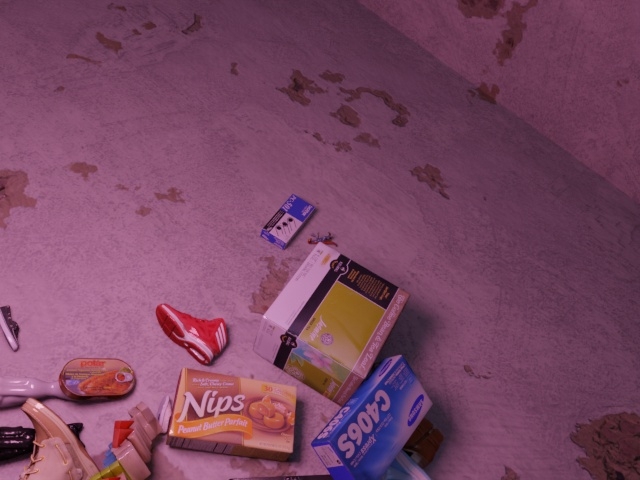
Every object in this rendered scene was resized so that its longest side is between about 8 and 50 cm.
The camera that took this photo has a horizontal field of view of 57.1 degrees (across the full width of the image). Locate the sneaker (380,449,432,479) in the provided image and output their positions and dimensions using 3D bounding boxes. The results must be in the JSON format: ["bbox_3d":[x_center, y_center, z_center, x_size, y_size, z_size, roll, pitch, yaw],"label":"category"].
[{"bbox_3d":[0.126,0.612,1.514,0.319,0.127,0.208,38,50,15],"label":"sneaker"}]

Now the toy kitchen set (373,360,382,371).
[{"bbox_3d":[0.212,0.399,1.749,0.075,0.083,0.068,-12,98,-24],"label":"toy kitchen set"}]

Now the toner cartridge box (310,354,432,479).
[{"bbox_3d":[0.139,0.454,1.470,0.348,0.075,0.165,-38,98,-44],"label":"toner cartridge box"}]

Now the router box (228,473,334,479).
[{"bbox_3d":[-0.066,0.687,1.381,0.309,0.081,0.242,-2,52,-2],"label":"router box"}]

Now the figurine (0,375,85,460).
[{"bbox_3d":[-0.689,0.423,1.447,0.210,0.092,0.214,4,51,-25],"label":"figurine"}]

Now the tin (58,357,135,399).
[{"bbox_3d":[-0.575,0.357,1.517,0.190,0.040,0.106,12,50,-39],"label":"tin"}]

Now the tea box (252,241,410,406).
[{"bbox_3d":[0.033,0.241,1.717,0.324,0.220,0.329,31,51,9],"label":"tea box"}]

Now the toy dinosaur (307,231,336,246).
[{"bbox_3d":[0.000,0.000,2.017,0.082,0.047,0.090,-33,77,-15],"label":"toy dinosaur"}]

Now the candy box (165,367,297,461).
[{"bbox_3d":[-0.227,0.457,1.541,0.317,0.087,0.182,12,50,-12],"label":"candy box"}]

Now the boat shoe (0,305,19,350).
[{"bbox_3d":[-0.830,0.229,1.572,0.040,0.049,0.142,-22,60,-31],"label":"boat shoe"}]

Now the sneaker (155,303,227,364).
[{"bbox_3d":[-0.362,0.246,1.695,0.221,0.087,0.128,46,44,5],"label":"sneaker"}]

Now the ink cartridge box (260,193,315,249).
[{"bbox_3d":[-0.112,-0.066,2.029,0.097,0.046,0.207,32,50,7],"label":"ink cartridge box"}]

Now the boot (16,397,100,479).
[{"bbox_3d":[-0.644,0.506,1.316,0.203,0.095,0.261,-40,116,-33],"label":"boot"}]

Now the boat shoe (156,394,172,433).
[{"bbox_3d":[-0.405,0.455,1.537,0.035,0.035,0.100,31,40,-28],"label":"boat shoe"}]

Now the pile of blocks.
[{"bbox_3d":[-0.467,0.496,1.344,0.149,0.112,0.362,-22,22,2],"label":"pile of blocks"}]

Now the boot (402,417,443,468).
[{"bbox_3d":[0.241,0.538,1.645,0.197,0.073,0.152,48,55,6],"label":"boot"}]
